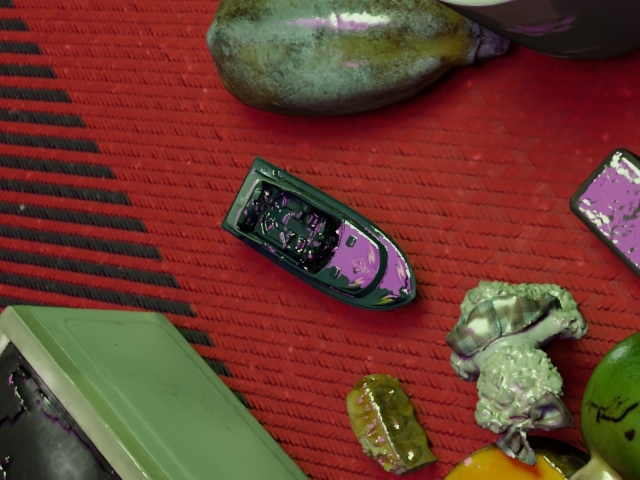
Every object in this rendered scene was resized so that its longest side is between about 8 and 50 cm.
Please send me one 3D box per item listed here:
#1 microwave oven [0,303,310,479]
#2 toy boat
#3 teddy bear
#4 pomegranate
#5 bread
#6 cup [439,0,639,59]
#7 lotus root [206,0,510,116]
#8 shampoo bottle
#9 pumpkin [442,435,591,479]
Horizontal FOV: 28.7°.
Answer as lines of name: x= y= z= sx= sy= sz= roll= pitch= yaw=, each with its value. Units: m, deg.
microwave oven: x=-0.192 y=0.262 z=1.276 sx=0.355 sy=0.286 sz=0.218 roll=44 pitch=106 yaw=24
toy boat: x=0.000 y=0.000 z=1.310 sx=0.246 sy=0.103 sz=0.093 roll=32 pitch=98 yaw=25
teddy bear: x=0.174 y=0.093 z=1.141 sx=0.133 sy=0.213 sz=0.111 roll=-30 pitch=112 yaw=19
pomegranate: x=0.281 y=0.173 z=1.029 sx=0.210 sy=0.180 sz=0.180 roll=-41 pitch=64 yaw=-9
bread: x=0.066 y=0.187 z=1.272 sx=0.066 sy=0.060 sz=0.110 roll=-28 pitch=71 yaw=7
cup: x=0.180 y=-0.322 z=1.148 sx=0.357 sy=0.274 sz=0.259 roll=32 pitch=100 yaw=33
lotus root: x=0.032 y=-0.210 z=1.296 sx=0.322 sy=0.140 sz=0.158 roll=2 pitch=84 yaw=27
shampoo bottle: x=0.338 y=0.025 z=1.130 sx=0.079 sy=0.080 sz=0.246 roll=-49 pitch=65 yaw=16
pumpkin: x=0.150 y=0.325 z=1.164 sx=0.317 sy=0.139 sz=0.222 roll=-31 pitch=68 yaw=21
